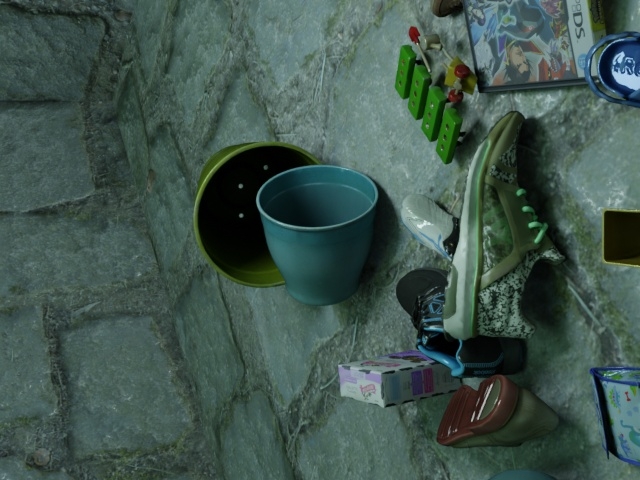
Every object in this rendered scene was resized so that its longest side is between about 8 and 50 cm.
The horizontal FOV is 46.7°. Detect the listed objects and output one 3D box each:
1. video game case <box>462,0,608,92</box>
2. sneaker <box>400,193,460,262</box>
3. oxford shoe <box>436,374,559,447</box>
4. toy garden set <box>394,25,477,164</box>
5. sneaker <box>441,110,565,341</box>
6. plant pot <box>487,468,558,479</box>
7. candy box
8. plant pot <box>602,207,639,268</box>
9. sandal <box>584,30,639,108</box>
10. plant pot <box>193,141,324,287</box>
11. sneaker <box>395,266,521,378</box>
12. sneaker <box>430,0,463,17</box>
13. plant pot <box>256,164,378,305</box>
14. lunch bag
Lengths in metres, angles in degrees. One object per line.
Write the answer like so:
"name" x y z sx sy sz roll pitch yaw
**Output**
"video game case" 0.336 -0.371 1.203 0.275 0.035 0.248 13 121 59
"sneaker" 0.244 -0.006 1.459 0.237 0.085 0.086 48 161 42
"oxford shoe" 0.309 0.338 1.350 0.348 0.130 0.123 119 176 -72
"toy garden set" 0.225 -0.304 1.430 0.204 0.049 0.244 94 157 -51
"sneaker" 0.331 -0.013 1.273 0.182 0.158 0.410 10 92 17
"plant pot" 0.336 0.496 1.213 0.195 0.290 0.290 -74 7 -46
"candy box" 0.161 0.280 1.519 0.165 0.196 0.070 -4 91 60
"plant pot" 0.461 -0.007 1.054 0.081 0.083 0.081 8 102 59
"sandal" 0.469 -0.211 0.956 0.317 0.138 0.126 22 112 56
"plant pot" -0.179 -0.106 1.950 0.353 0.366 0.367 -138 49 -65
"sneaker" 0.232 0.151 1.431 0.341 0.139 0.125 38 129 54
"sneaker" 0.266 -0.456 1.343 0.188 0.066 0.071 -46 58 55
"plant pot" 0.000 0.000 1.721 0.271 0.271 0.255 47 149 48
"lunch bag" 0.460 0.257 1.100 0.151 0.096 0.129 166 95 -75
